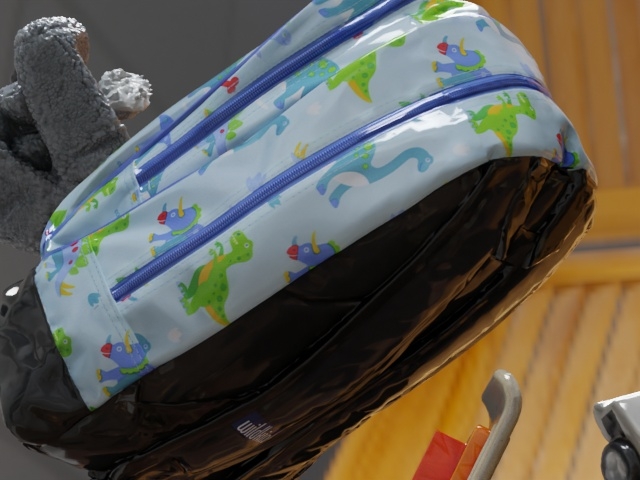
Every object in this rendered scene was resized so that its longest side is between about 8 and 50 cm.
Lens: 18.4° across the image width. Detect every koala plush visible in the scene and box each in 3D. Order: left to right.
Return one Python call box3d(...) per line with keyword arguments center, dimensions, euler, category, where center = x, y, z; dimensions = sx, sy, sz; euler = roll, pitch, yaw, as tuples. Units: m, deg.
box3d(center=(-0.251, -0.094, 1.871), dimensions=(0.203, 0.196, 0.221), euler=(52, -172, -9), category="koala plush")

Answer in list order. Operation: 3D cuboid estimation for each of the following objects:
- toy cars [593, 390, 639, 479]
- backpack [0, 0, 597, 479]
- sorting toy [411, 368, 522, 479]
box3d(center=(0.224, 0.242, 1.164), dimensions=(0.087, 0.176, 0.393), euler=(122, 170, -56), category="toy cars")
box3d(center=(0.000, 0.000, 1.261), dimensions=(0.290, 0.355, 0.273), euler=(27, -137, -54), category="backpack")
box3d(center=(0.059, 0.168, 1.125), dimensions=(0.347, 0.047, 0.196), euler=(79, -147, -81), category="sorting toy")
